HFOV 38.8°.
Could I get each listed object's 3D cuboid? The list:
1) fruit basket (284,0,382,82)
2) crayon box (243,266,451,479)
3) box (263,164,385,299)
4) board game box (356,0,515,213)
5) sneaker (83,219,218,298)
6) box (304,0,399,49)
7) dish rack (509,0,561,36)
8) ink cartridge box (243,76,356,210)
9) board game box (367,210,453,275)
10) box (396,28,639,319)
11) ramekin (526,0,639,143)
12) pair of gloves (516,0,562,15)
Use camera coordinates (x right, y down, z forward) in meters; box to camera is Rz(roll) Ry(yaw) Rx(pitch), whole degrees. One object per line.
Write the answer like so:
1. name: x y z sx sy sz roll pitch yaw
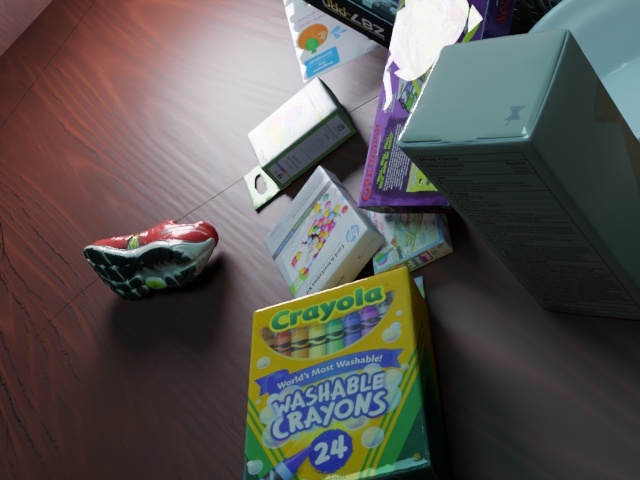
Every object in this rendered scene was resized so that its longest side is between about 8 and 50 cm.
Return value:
1. fruit basket: 0.076 -0.467 1.537 0.327 0.165 0.353 -23 51 16
2. crayon box: 0.024 0.157 1.027 0.203 0.083 0.323 -18 40 15
3. box: 0.000 0.000 1.253 0.145 0.038 0.186 -53 36 15
4. board game box: 0.147 -0.205 1.135 0.208 0.056 0.347 6 83 58
5. sneaker: -0.273 0.022 1.491 0.279 0.107 0.118 -3 35 38
6. box: 0.105 -0.482 1.411 0.395 0.097 0.318 32 79 15
7. dish rack: 0.318 -0.323 1.128 0.271 0.208 0.074 -40 61 45
8. ink cartridge box: -0.053 -0.155 1.452 0.209 0.062 0.109 -38 38 11
9. board game box: 0.115 -0.026 1.203 0.103 0.026 0.154 -27 41 23
10. box: 0.227 -0.051 0.882 0.148 0.311 0.121 5 61 44
11. ramekin: 0.356 -0.168 1.018 0.277 0.135 0.277 -25 42 25
12. pair of gloves: 0.239 -0.398 1.302 0.240 0.042 0.204 32 78 11
